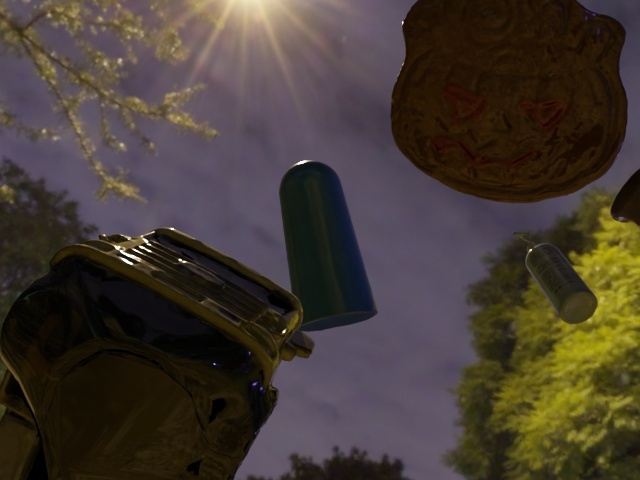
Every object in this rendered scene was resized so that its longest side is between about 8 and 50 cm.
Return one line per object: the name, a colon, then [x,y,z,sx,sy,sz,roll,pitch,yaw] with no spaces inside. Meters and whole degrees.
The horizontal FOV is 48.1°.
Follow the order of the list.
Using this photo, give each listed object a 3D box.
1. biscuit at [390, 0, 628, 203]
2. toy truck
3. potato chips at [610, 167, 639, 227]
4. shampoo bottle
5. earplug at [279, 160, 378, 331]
biscuit: [0.221,-0.174,0.845,0.273,0.257,0.049,7,8,7]
toy truck: [-0.160,0.188,0.559,0.180,0.254,0.405,27,-74,3]
potato chips: [0.370,-0.064,0.645,0.208,0.195,0.062,-9,-76,37]
shampoo bottle: [0.334,0.042,1.038,0.056,0.195,0.056,-3,-59,-5]
earplug: [0.000,0.000,1.162,0.132,0.273,0.132,-11,-14,-3]
